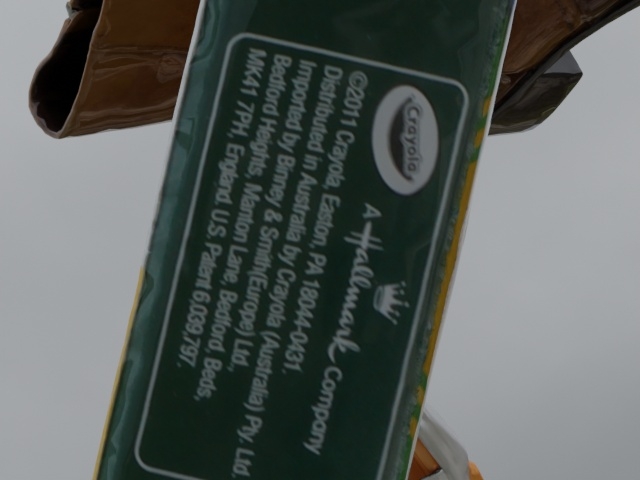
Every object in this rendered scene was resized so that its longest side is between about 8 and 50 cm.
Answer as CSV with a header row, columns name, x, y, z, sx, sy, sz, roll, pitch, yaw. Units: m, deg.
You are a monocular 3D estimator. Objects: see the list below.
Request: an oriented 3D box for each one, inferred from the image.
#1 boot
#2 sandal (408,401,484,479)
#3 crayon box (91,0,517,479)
name,x,y,z,sx,sy,sz,roll,pitch,yaw
boot,0.027,-0.147,0.802,0.280,0.096,0.264,-1,-32,-33
sandal,0.048,0.176,0.803,0.076,0.265,0.102,-30,8,-24
crayon box,0.000,0.000,0.602,0.083,0.203,0.323,13,0,1
